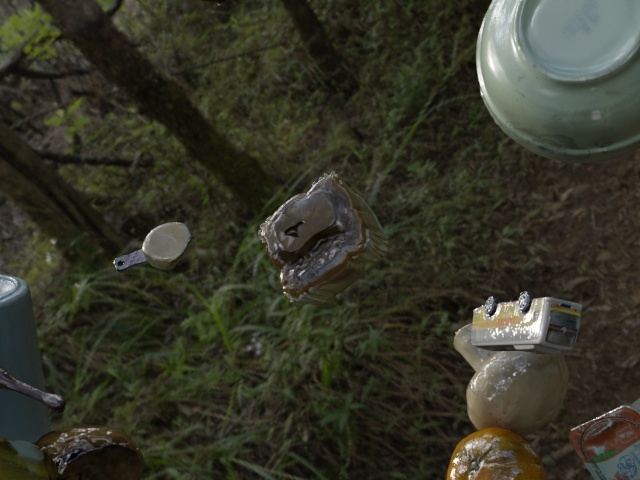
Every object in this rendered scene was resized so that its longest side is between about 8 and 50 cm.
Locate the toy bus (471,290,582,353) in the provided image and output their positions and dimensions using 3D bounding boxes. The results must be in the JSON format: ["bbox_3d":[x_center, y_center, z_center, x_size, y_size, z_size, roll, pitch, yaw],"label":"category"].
[{"bbox_3d":[0.384,0.161,1.415,0.268,0.092,0.106,155,127,-70],"label":"toy bus"}]

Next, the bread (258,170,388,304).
[{"bbox_3d":[0.001,-0.001,1.392,0.209,0.109,0.192,-34,62,15],"label":"bread"}]

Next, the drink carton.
[{"bbox_3d":[0.588,0.358,1.304,0.189,0.191,0.185,-20,-21,-36],"label":"drink carton"}]

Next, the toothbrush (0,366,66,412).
[{"bbox_3d":[-0.569,0.211,1.224,0.041,0.363,0.041,16,-90,-73],"label":"toothbrush"}]

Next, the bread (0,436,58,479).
[{"bbox_3d":[-0.442,0.341,1.034,0.233,0.160,0.088,-144,75,-75],"label":"bread"}]

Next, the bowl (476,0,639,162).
[{"bbox_3d":[0.353,-0.269,0.999,0.307,0.307,0.163,-43,-20,12],"label":"bowl"}]

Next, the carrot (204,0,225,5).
[{"bbox_3d":[-0.279,-0.522,1.489,0.067,0.067,0.225,-35,-15,31],"label":"carrot"}]

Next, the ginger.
[{"bbox_3d":[-0.444,0.433,1.360,0.269,0.200,0.223,-57,34,3],"label":"ginger"}]

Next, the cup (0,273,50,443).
[{"bbox_3d":[-0.705,0.237,1.469,0.331,0.311,0.256,12,20,38],"label":"cup"}]

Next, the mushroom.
[{"bbox_3d":[0.460,0.344,1.879,0.292,0.292,0.290,-47,48,1],"label":"mushroom"}]

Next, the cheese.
[{"bbox_3d":[-0.332,0.026,1.515,0.171,0.092,0.048,-40,-22,-25],"label":"cheese"}]

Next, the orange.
[{"bbox_3d":[0.394,0.539,1.672,0.240,0.171,0.240,-26,45,28],"label":"orange"}]
